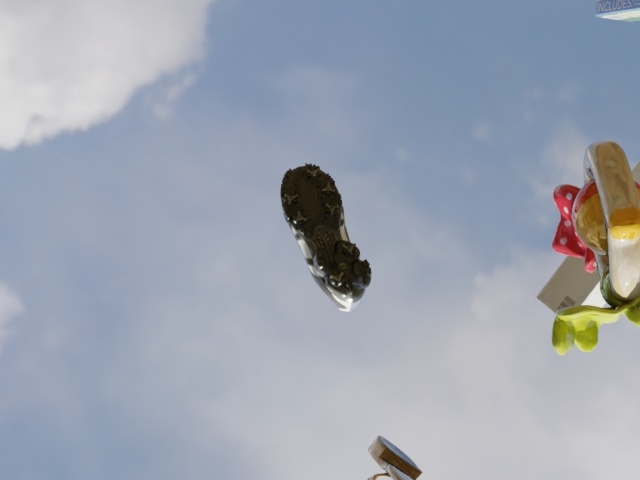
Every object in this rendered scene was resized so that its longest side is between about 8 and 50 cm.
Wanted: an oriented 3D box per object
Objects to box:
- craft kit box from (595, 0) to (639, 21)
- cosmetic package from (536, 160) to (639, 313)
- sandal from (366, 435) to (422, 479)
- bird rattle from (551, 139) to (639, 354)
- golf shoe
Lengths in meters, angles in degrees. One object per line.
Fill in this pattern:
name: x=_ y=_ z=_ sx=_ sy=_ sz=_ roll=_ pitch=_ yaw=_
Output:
craft kit box: x=0.399 y=-0.373 z=1.641 sx=0.060 sy=0.247 sz=0.250 roll=4 pitch=-177 yaw=-20
cosmetic package: x=0.383 y=0.000 z=1.943 sx=0.060 sy=0.239 sz=0.099 roll=40 pitch=-170 yaw=26
sandal: x=0.085 y=0.303 z=1.752 sx=0.088 sy=0.079 sz=0.240 roll=37 pitch=-177 yaw=-11
bird rattle: x=0.304 y=-0.010 z=1.521 sx=0.143 sy=0.207 sz=0.254 roll=-1 pitch=-134 yaw=8
golf shoe: x=0.000 y=0.000 z=1.833 sx=0.077 sy=0.094 sz=0.198 roll=-15 pitch=-119 yaw=-10
